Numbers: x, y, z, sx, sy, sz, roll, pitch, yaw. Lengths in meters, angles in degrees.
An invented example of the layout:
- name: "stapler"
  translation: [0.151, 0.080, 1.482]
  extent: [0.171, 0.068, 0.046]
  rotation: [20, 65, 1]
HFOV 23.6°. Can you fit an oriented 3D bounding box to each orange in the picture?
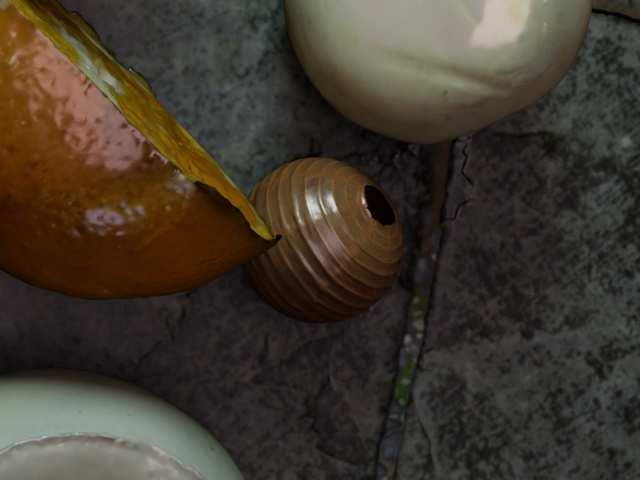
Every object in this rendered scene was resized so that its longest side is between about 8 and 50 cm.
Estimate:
- name: "orange"
  translation: [-0.169, -0.089, 1.090]
  extent: [0.310, 0.274, 0.274]
  rotation: [13, 92, -13]

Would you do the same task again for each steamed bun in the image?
- name: "steamed bun"
  translation: [-0.198, 0.252, 1.142]
  extent: [0.324, 0.206, 0.324]
  rotation: [-2, 97, -21]

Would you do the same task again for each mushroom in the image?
- name: "mushroom"
  translation: [0.097, -0.194, 1.209]
  extent: [0.246, 0.202, 0.246]
  rotation: [-3, 83, 24]

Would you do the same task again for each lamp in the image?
- name: "lamp"
  translation: [0.000, 0.000, 1.219]
  extent: [0.136, 0.136, 0.136]
  rotation: [-2, 96, -18]
